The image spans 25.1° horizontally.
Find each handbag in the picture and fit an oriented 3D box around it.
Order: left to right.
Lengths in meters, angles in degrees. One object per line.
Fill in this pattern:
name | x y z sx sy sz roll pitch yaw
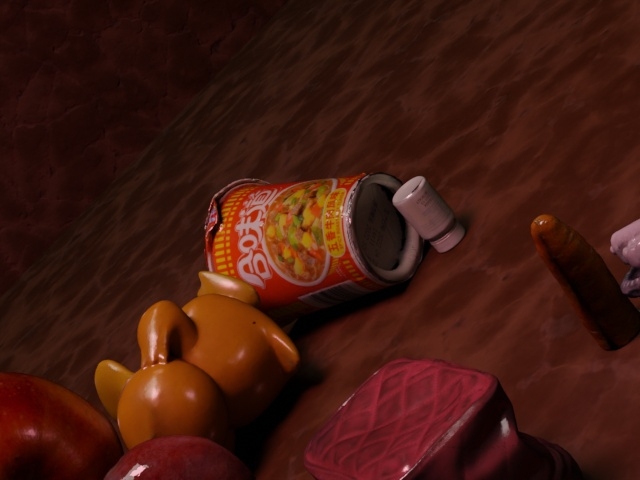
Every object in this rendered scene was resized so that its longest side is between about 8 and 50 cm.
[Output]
handbag | 0.094 0.180 1.118 0.146 0.135 0.225 -48 14 -14

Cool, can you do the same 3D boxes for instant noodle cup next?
instant noodle cup | 0.000 0.000 1.680 0.212 0.193 0.193 -13 33 43

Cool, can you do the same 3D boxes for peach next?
peach | -0.132 0.260 1.405 0.152 0.152 0.152 -37 18 15

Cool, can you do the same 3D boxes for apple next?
apple | -0.342 0.281 1.528 0.288 0.288 0.317 -48 16 -19

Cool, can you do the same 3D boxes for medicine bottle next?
medicine bottle | 0.123 -0.029 1.617 0.047 0.083 0.047 -38 19 15

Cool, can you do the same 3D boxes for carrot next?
carrot | 0.219 0.029 1.193 0.048 0.139 0.048 -29 28 17

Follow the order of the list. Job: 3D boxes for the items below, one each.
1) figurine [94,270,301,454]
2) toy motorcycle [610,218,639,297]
figurine | -0.132 0.154 1.570 0.228 0.215 0.215 -30 11 -28
toy motorcycle | 0.354 -0.045 1.163 0.260 0.110 0.171 -41 0 28
